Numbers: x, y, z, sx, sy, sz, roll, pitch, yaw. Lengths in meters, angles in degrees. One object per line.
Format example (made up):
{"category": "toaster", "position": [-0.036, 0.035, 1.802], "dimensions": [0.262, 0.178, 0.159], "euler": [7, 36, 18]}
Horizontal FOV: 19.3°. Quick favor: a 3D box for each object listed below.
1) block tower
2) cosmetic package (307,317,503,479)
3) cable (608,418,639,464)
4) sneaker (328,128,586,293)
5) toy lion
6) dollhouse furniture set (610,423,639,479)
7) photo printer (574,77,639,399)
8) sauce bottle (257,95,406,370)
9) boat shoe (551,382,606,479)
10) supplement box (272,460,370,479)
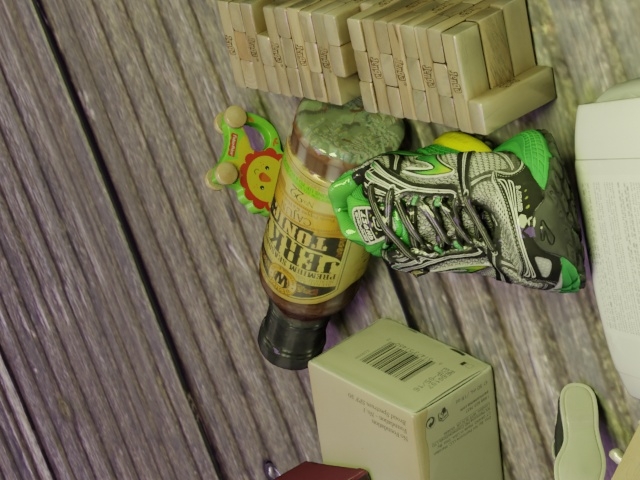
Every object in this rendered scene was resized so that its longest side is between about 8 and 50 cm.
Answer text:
{"category": "block tower", "position": [0.050, -0.172, 1.659], "dimensions": [0.335, 0.091, 0.097], "euler": [17, 128, 47]}
{"category": "cosmetic package", "position": [0.095, 0.251, 1.901], "dimensions": [0.160, 0.113, 0.309], "euler": [22, 130, 44]}
{"category": "cable", "position": [0.357, 0.275, 1.587], "dimensions": [0.287, 0.072, 0.139], "euler": [43, 140, 29]}
{"category": "sneaker", "position": [0.111, -0.012, 1.558], "dimensions": [0.343, 0.146, 0.134], "euler": [-171, 67, -71]}
{"category": "toy lion", "position": [-0.065, -0.077, 1.907], "dimensions": [0.034, 0.096, 0.100], "euler": [-25, 53, 58]}
{"category": "dollhouse furniture set", "position": [0.356, 0.227, 1.454], "dimensions": [0.242, 0.161, 0.212], "euler": [30, 102, 23]}
{"category": "photo printer", "position": [0.273, 0.004, 1.367], "dimensions": [0.307, 0.107, 0.256], "euler": [-172, 71, -82]}
{"category": "sauce bottle", "position": [0.000, 0.000, 1.843], "dimensions": [0.111, 0.111, 0.344], "euler": [44, 144, 25]}
{"category": "boat shoe", "position": [0.228, 0.189, 1.684], "dimensions": [0.038, 0.046, 0.125], "euler": [93, 177, -56]}
{"category": "supplement box", "position": [0.017, 0.323, 1.882], "dimensions": [0.104, 0.081, 0.188], "euler": [0, 114, 54]}
